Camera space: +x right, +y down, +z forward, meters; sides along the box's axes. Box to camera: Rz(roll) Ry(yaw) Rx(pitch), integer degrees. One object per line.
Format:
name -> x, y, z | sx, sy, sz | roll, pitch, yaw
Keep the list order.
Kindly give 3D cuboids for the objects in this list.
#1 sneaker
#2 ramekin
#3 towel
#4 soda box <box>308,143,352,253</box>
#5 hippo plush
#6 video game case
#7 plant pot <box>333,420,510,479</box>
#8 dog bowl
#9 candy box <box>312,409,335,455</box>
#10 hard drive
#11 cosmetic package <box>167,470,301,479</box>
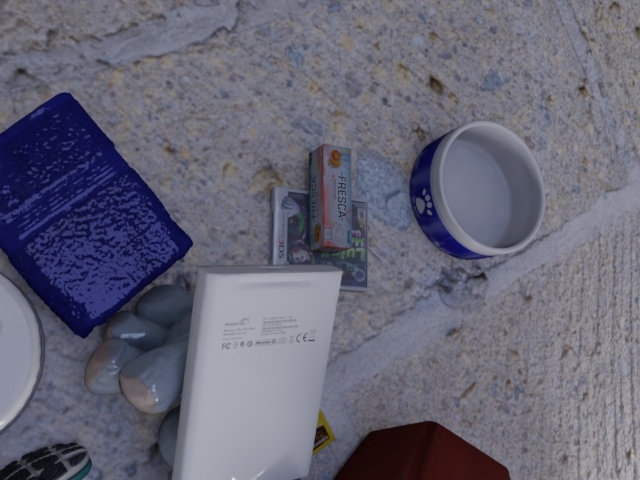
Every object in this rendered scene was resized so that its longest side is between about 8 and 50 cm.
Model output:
sneaker -> -0.416, 0.385, 0.908 | 0.275, 0.107, 0.110 | -44, 120, -22
ramekin -> -0.494, 0.147, 0.874 | 0.277, 0.135, 0.277 | 5, 78, -26
towel -> -0.365, -0.039, 1.008 | 0.227, 0.076, 0.308 | -42, 95, -24
soda box -> 0.017, -0.071, 1.195 | 0.058, 0.063, 0.183 | 6, 78, -26
hippo plush -> -0.178, 0.202, 1.022 | 0.294, 0.234, 0.237 | -31, 121, -23
video game case -> 0.000, 0.000, 1.222 | 0.190, 0.022, 0.173 | 6, 78, -26
plant pot -> 0.161, 0.444, 1.100 | 0.267, 0.267, 0.236 | 35, 56, -18
dog bowl -> 0.312, -0.096, 1.355 | 0.264, 0.104, 0.265 | 6, 77, -26
candy box -> -0.080, 0.335, 1.114 | 0.205, 0.027, 0.105 | -29, 93, -28
hard drive -> -0.083, 0.184, 0.908 | 0.203, 0.040, 0.308 | 1, 105, -34
cosmetic package -> -0.122, 0.417, 0.983 | 0.183, 0.151, 0.151 | 1, 88, -17
